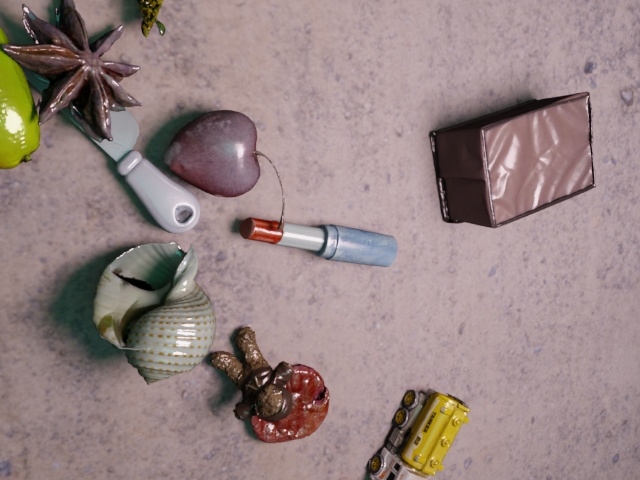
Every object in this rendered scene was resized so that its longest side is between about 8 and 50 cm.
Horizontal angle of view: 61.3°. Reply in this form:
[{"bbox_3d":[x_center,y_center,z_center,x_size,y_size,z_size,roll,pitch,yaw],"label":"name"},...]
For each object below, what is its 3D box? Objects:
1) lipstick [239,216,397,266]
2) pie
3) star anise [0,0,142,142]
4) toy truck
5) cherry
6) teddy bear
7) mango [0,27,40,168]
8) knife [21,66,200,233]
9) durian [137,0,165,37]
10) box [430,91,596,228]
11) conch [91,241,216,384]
[{"bbox_3d":[0.000,0.000,0.907,0.274,0.068,0.061,10,93,-25],"label":"lipstick"},{"bbox_3d":[-0.055,0.290,0.958,0.153,0.038,0.154,-4,101,-19],"label":"pie"},{"bbox_3d":[-0.327,-0.226,0.715,0.180,0.061,0.205,-46,115,-47],"label":"star anise"},{"bbox_3d":[0.192,0.390,1.036,0.098,0.114,0.227,30,88,-25],"label":"toy truck"},{"bbox_3d":[-0.149,-0.097,0.807,0.148,0.115,0.188,-17,112,-39],"label":"cherry"},{"bbox_3d":[-0.104,0.232,0.886,0.119,0.160,0.078,-40,149,-8],"label":"teddy bear"},{"bbox_3d":[-0.435,-0.199,0.668,0.125,0.111,0.233,-28,110,-21],"label":"mango"},{"bbox_3d":[-0.293,-0.146,0.781,0.080,0.044,0.331,-44,109,-17],"label":"knife"},{"bbox_3d":[-0.250,-0.459,0.689,0.106,0.132,0.375,-16,112,-6],"label":"durian"},{"bbox_3d":[0.354,-0.147,0.983,0.252,0.153,0.188,-17,105,-17],"label":"box"},{"bbox_3d":[-0.236,0.109,0.799,0.172,0.131,0.200,12,54,-2],"label":"conch"}]
